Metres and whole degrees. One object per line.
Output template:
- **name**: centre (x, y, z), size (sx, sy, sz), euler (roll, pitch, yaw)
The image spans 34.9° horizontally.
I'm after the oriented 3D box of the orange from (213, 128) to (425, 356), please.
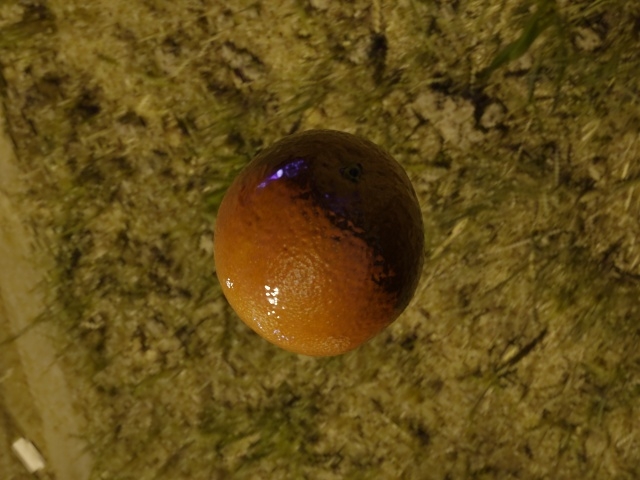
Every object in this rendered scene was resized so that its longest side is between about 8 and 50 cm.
- **orange**: centre (0.000, 0.000, 0.899), size (0.206, 0.206, 0.206), euler (13, 119, 25)
